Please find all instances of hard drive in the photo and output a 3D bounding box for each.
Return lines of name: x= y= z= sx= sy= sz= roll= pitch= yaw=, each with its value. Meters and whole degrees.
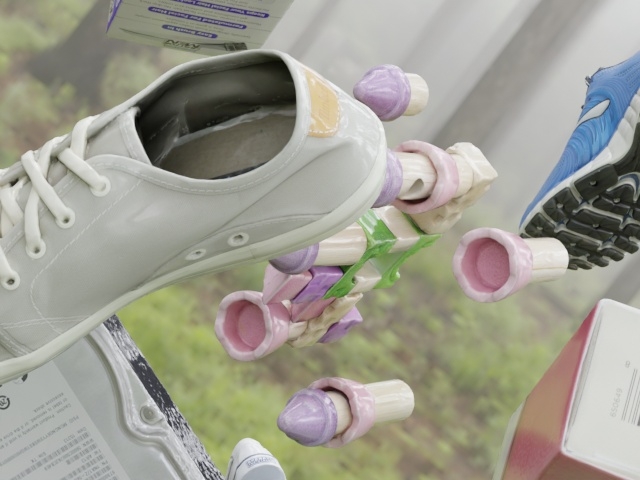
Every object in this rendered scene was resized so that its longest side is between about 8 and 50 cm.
hard drive: x=-0.232 y=0.184 z=1.474 sx=0.339 sy=0.237 sz=0.064 roll=58 pitch=8 yaw=-4

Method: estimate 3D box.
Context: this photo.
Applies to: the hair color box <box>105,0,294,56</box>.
hair color box: x=-0.119 y=-0.318 z=1.992 sx=0.185 sy=0.110 sz=0.339 roll=9 pitch=-19 yaw=-15

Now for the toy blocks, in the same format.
toy blocks: x=0.000 y=0.000 z=1.606 sx=0.260 sy=0.288 sz=0.309 roll=-3 pitch=53 yaw=-55

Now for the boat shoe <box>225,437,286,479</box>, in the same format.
boat shoe: x=-0.090 y=0.382 z=2.349 sx=0.095 sy=0.258 sz=0.084 roll=0 pitch=27 yaw=-21

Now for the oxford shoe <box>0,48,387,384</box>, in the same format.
oxford shoe: x=-0.174 y=-0.017 z=1.243 sx=0.130 sy=0.449 sz=0.169 roll=60 pitch=10 yaw=-51

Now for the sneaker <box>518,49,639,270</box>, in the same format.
sneaker: x=0.332 y=-0.103 z=1.933 sx=0.130 sy=0.330 sz=0.147 roll=28 pitch=30 yaw=-19

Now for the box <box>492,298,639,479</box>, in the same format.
box: x=0.220 y=0.163 z=1.274 sx=0.149 sy=0.126 sz=0.232 roll=20 pitch=-29 yaw=0
